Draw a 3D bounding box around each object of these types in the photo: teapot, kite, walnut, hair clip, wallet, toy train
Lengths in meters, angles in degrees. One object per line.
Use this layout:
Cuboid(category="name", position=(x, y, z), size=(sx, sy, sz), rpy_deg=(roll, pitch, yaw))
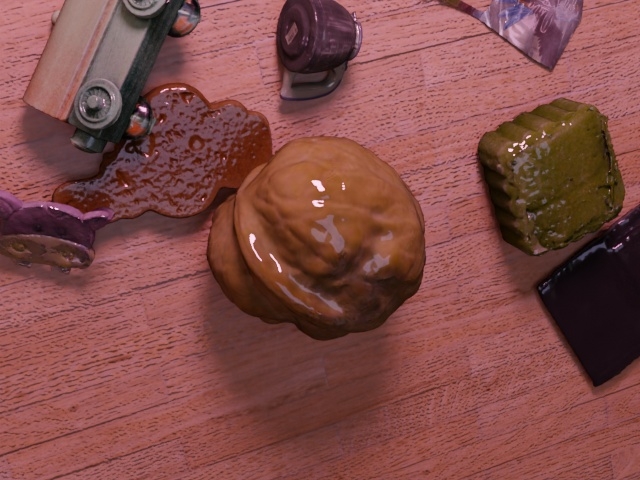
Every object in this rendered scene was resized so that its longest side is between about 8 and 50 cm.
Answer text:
Cuboid(category="teapot", position=(0.004, -0.271, 1.235), size=(0.108, 0.111, 0.149), rpy_deg=(-3, 99, -31))
Cuboid(category="kite", position=(0.279, -0.396, 1.340), size=(0.310, 0.015, 0.169), rpy_deg=(20, 97, -24))
Cuboid(category="walnut", position=(-0.001, 0.001, 1.219), size=(0.277, 0.282, 0.253), rpy_deg=(29, 70, -23))
Cuboid(category="hair clip", position=(-0.385, -0.013, 1.184), size=(0.187, 0.056, 0.146), rpy_deg=(19, 136, -10))
Cuboid(category="wallet", position=(0.555, 0.077, 1.537), size=(0.323, 0.041, 0.247), rpy_deg=(-37, 110, -4))
Cuboid(category="toy train", position=(-0.278, -0.260, 1.140), size=(0.177, 0.116, 0.285), rpy_deg=(27, 97, 16))

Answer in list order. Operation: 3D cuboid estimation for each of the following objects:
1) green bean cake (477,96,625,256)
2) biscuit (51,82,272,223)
Cuboid(category="green bean cake", position=(0.366, -0.100, 1.389), size=(0.200, 0.113, 0.214), rpy_deg=(-28, 111, -10))
Cuboid(category="biscuit", position=(-0.224, -0.111, 1.235), size=(0.320, 0.047, 0.183), rpy_deg=(-34, 109, -7))
